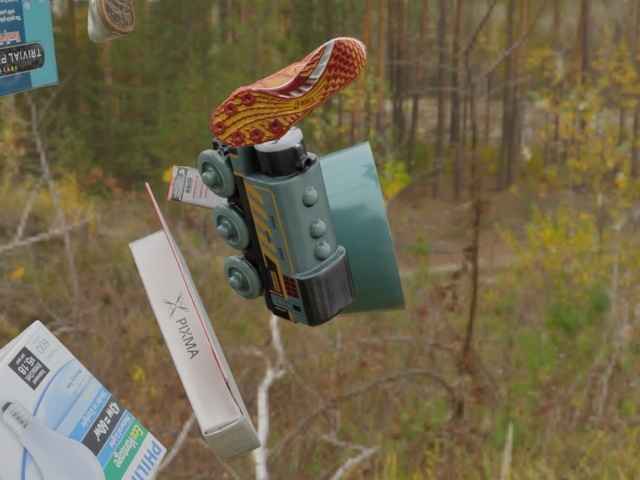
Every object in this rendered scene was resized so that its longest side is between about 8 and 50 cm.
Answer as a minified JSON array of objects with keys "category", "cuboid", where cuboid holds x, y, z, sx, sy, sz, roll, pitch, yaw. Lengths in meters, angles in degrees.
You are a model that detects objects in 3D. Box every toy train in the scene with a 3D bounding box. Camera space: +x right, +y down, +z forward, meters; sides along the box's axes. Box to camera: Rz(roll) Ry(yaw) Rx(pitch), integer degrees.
[{"category":"toy train","cuboid":[-0.058,-0.029,1.500,0.190,0.334,0.142,17,40,41]}]

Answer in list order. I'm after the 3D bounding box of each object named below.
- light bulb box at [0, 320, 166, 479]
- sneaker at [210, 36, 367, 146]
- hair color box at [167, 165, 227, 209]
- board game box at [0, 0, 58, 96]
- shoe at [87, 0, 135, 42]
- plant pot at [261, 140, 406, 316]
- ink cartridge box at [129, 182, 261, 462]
[{"category":"light bulb box","cuboid":[-0.515,0.405,1.832,0.225,0.361,0.358,-36,14,24]},{"category":"sneaker","cuboid":[-0.028,-0.144,1.034,0.175,0.064,0.067,-26,6,9]},{"category":"hair color box","cuboid":[-0.233,-0.101,2.037,0.043,0.072,0.141,9,-2,36]},{"category":"board game box","cuboid":[-0.421,-0.338,1.229,0.079,0.336,0.254,2,16,14]},{"category":"shoe","cuboid":[-0.294,-0.372,1.417,0.077,0.219,0.058,13,-25,-39]},{"category":"plant pot","cuboid":[0.000,0.000,1.754,0.235,0.293,0.293,-13,12,2]},{"category":"ink cartridge box","cuboid":[-0.160,0.103,1.225,0.060,0.275,0.239,-24,-27,-5]}]
